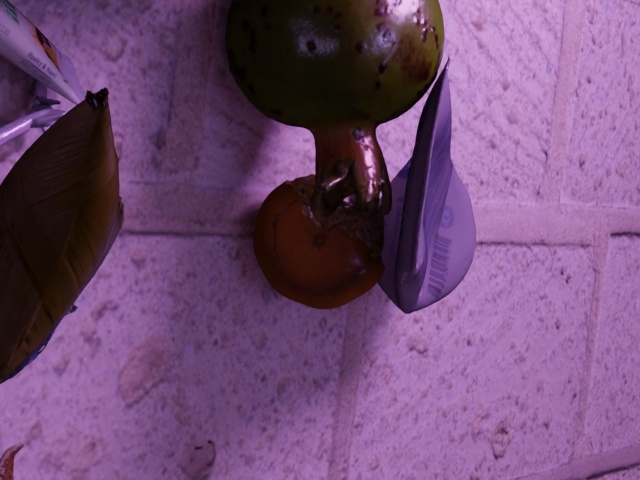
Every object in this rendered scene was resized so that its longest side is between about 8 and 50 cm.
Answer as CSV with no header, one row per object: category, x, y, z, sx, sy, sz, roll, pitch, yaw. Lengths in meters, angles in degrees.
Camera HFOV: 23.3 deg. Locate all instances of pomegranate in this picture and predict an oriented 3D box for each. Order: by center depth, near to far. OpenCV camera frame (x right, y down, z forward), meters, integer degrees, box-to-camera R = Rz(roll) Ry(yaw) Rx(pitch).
pomegranate,0.003,-0.180,1.646,0.231,0.231,0.286,30,74,-54

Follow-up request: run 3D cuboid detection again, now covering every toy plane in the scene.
toy plane,-0.304,-0.064,1.329,0.273,0.107,0.182,-6,102,-57

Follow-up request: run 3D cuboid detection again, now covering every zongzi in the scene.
zongzi,-0.248,0.003,1.334,0.228,0.115,0.256,-58,-179,-25

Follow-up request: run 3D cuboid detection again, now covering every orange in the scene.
orange,0.000,0.000,1.752,0.134,0.157,0.156,173,-72,-84

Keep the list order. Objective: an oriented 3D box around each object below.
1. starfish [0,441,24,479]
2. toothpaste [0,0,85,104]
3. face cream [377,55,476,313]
starfish,-0.295,0.343,1.493,0.231,0.048,0.295,20,79,-45
toothpaste,-0.303,-0.204,1.338,0.314,0.056,0.058,37,65,-51
face cream,0.123,-0.032,1.798,0.420,0.137,0.234,86,15,-77
